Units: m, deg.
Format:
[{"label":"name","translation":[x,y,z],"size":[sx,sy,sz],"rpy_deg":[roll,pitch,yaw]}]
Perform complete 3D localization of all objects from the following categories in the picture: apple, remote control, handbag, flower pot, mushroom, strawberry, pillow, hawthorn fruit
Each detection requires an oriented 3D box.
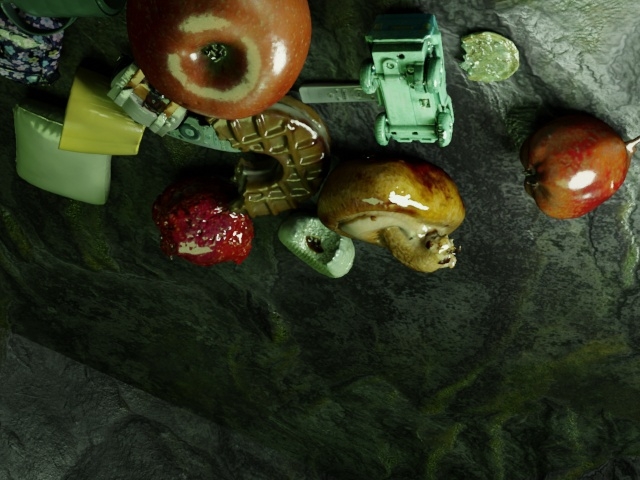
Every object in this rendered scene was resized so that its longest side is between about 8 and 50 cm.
[{"label":"apple","translation":[-0.184,-0.392,1.640],"size":[0.348,0.277,0.349],"rpy_deg":[2,134,2]},{"label":"remote control","translation":[-0.286,-0.265,2.131],"size":[0.256,0.045,0.097],"rpy_deg":[15,145,5]},{"label":"handbag","translation":[-0.655,-0.431,1.946],"size":[0.228,0.127,0.208],"rpy_deg":[23,153,-14]},{"label":"flower pot","translation":[-0.488,-0.282,2.067],"size":[0.179,0.195,0.195],"rpy_deg":[12,149,-16]},{"label":"mushroom","translation":[0.153,-0.055,2.059],"size":[0.345,0.260,0.345],"rpy_deg":[2,163,1]},{"label":"strawberry","translation":[-0.280,-0.058,2.280],"size":[0.274,0.274,0.220],"rpy_deg":[28,115,-20]},{"label":"pillow","translation":[-0.645,-0.218,2.275],"size":[0.255,0.120,0.322],"rpy_deg":[19,147,-7]},{"label":"remote control","translation":[0.048,-0.317,1.933],"size":[0.184,0.027,0.050],"rpy_deg":[1,147,13]},{"label":"hawthorn fruit","translation":[0.533,-0.159,1.834],"size":[0.248,0.208,0.208],"rpy_deg":[-15,143,2]}]

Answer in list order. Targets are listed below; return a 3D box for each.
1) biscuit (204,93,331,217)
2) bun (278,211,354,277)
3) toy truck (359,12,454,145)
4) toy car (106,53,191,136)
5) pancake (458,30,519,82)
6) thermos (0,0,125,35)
[{"label":"biscuit","translation":[-0.108,-0.193,2.057],"size":[0.268,0.115,0.366],"rpy_deg":[-8,144,5]},{"label":"bun","translation":[0.000,0.000,2.344],"size":[0.212,0.127,0.204],"rpy_deg":[39,167,-25]},{"label":"toy truck","translation":[0.176,-0.305,1.773],"size":[0.154,0.156,0.279],"rpy_deg":[3,147,18]},{"label":"toy car","translation":[-0.318,-0.355,1.905],"size":[0.193,0.118,0.301],"rpy_deg":[39,132,-18]},{"label":"pancake","translation":[0.327,-0.353,1.763],"size":[0.116,0.023,0.130],"rpy_deg":[6,147,9]},{"label":"thermos","translation":[-0.522,-0.493,1.774],"size":[0.286,0.145,0.182],"rpy_deg":[3,125,20]}]
